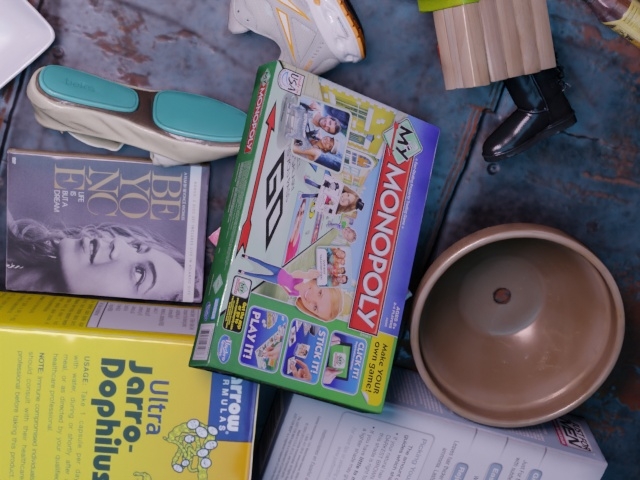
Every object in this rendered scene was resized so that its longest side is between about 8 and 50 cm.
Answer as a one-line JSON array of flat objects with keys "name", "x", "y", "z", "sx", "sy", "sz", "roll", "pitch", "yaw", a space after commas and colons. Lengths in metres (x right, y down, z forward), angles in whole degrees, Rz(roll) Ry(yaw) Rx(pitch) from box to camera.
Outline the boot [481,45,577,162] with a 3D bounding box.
[{"name": "boot", "x": 0.215, "y": -0.152, "z": 1.401, "sx": 0.121, "sy": 0.045, "sz": 0.099, "roll": -27, "pitch": 112, "yaw": -1}]

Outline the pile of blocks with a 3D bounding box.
[{"name": "pile of blocks", "x": 0.106, "y": -0.310, "z": 1.311, "sx": 0.149, "sy": 0.113, "sz": 0.362, "roll": -41, "pitch": 109, "yaw": -20}]

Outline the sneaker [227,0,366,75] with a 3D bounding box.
[{"name": "sneaker", "x": -0.060, "y": -0.272, "z": 1.314, "sx": 0.121, "sy": 0.099, "sz": 0.262, "roll": -27, "pitch": 109, "yaw": 12}]

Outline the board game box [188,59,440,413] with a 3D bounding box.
[{"name": "board game box", "x": 0.000, "y": 0.000, "z": 1.330, "sx": 0.213, "sy": 0.046, "sz": 0.317, "roll": 19, "pitch": 76, "yaw": -29}]

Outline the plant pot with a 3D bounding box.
[{"name": "plant pot", "x": 0.213, "y": 0.082, "z": 1.455, "sx": 0.237, "sy": 0.110, "sz": 0.237, "roll": -1, "pitch": 110, "yaw": -3}]

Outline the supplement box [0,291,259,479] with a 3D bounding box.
[{"name": "supplement box", "x": -0.249, "y": 0.173, "z": 1.396, "sx": 0.357, "sy": 0.194, "sz": 0.195, "roll": 5, "pitch": 97, "yaw": -5}]

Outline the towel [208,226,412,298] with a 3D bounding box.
[{"name": "towel", "x": -0.013, "y": 0.029, "z": 1.428, "sx": 0.144, "sy": 0.029, "sz": 0.197, "roll": -40, "pitch": 85, "yaw": 11}]

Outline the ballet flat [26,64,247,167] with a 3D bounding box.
[{"name": "ballet flat", "x": -0.190, "y": -0.123, "z": 1.378, "sx": 0.248, "sy": 0.086, "sz": 0.086, "roll": 16, "pitch": 109, "yaw": -8}]

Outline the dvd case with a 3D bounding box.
[{"name": "dvd case", "x": -0.238, "y": -0.015, "z": 1.440, "sx": 0.221, "sy": 0.018, "sz": 0.164, "roll": 4, "pitch": 110, "yaw": -5}]

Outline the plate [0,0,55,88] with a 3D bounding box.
[{"name": "plate", "x": -0.463, "y": -0.221, "z": 1.316, "sx": 0.278, "sy": 0.045, "sz": 0.277, "roll": -42, "pitch": 109, "yaw": 1}]

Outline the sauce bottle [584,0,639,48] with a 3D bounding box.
[{"name": "sauce bottle", "x": 0.320, "y": -0.243, "z": 1.376, "sx": 0.128, "sy": 0.042, "sz": 0.042, "roll": 31, "pitch": 106, "yaw": -12}]

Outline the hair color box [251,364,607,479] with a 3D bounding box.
[{"name": "hair color box", "x": 0.121, "y": 0.265, "z": 1.518, "sx": 0.374, "sy": 0.113, "sz": 0.185, "roll": 17, "pitch": 109, "yaw": -9}]
